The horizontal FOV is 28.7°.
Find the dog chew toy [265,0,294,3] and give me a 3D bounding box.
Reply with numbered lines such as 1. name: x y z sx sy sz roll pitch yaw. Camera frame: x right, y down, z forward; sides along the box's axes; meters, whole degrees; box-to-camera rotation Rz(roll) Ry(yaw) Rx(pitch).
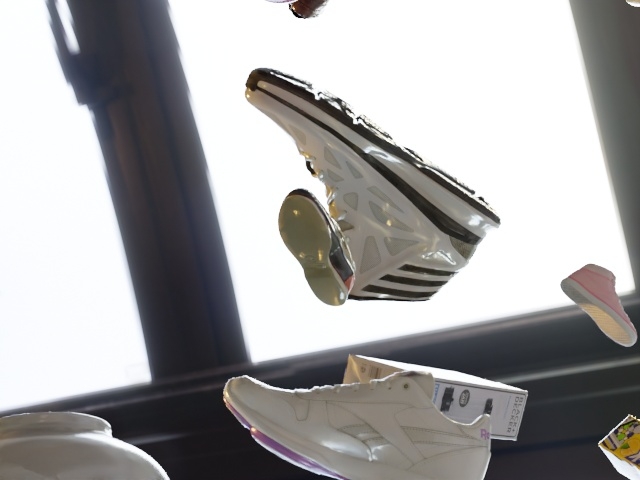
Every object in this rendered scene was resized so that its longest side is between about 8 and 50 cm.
1. dog chew toy: -0.131 -0.417 1.574 0.332 0.206 0.206 31 -139 -10

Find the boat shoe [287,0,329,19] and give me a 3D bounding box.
1. boat shoe: -0.023 -0.362 1.839 0.073 0.073 0.207 -63 5 9

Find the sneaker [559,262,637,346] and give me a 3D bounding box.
1. sneaker: 0.412 0.085 1.782 0.070 0.134 0.051 -37 -21 -23

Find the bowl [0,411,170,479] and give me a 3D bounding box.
1. bowl: -0.270 0.250 1.208 0.298 0.298 0.134 30 -134 -56

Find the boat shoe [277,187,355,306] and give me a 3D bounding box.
1. boat shoe: 0.000 0.000 1.102 0.043 0.049 0.137 -65 -34 -36

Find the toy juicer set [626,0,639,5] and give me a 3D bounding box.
1. toy juicer set: 0.341 -0.304 1.048 0.089 0.209 0.329 47 -119 -29

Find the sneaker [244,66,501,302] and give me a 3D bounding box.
1. sneaker: 0.029 -0.058 1.914 0.447 0.257 0.169 34 -168 -6

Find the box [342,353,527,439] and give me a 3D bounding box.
1. box: 0.189 0.258 2.046 0.290 0.169 0.087 14 -92 -48

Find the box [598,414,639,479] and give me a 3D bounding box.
1. box: 0.410 0.270 1.519 0.054 0.059 0.169 51 173 -15

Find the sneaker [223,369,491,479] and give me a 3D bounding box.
1. sneaker: 0.045 0.198 1.390 0.114 0.305 0.152 105 -174 -80
